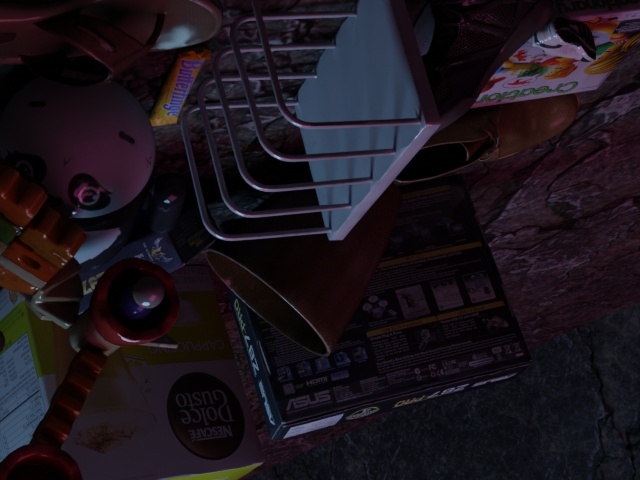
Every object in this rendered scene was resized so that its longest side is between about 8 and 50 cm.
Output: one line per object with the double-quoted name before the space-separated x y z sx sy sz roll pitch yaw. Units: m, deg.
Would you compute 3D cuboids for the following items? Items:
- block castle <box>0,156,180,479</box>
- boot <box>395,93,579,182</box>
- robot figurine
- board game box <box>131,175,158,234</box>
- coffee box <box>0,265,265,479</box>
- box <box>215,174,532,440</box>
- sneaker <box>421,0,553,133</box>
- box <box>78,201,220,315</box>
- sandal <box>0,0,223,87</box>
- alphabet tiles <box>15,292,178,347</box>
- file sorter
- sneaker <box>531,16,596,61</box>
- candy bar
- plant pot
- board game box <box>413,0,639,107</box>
"block castle" -0.381 0.054 1.241 0.453 0.303 0.213 33 150 -13
"boot" 0.209 -0.133 1.730 0.305 0.115 0.112 -15 117 -11
"robot figurine" -0.274 -0.065 1.443 0.209 0.173 0.278 -23 165 -26
"board game box" -0.307 -0.027 1.694 0.210 0.047 0.160 -24 164 18
"coffee box" -0.344 0.259 2.018 0.337 0.334 0.338 -1 154 -41
"box" 0.074 0.092 1.959 0.395 0.318 0.097 -13 161 -17
"sneaker" 0.139 -0.219 1.430 0.227 0.087 0.130 -48 123 -2
"box" -0.241 0.025 1.738 0.183 0.059 0.233 -26 -174 10
"sandal" -0.239 -0.186 1.279 0.303 0.086 0.120 -11 160 -18
"alphabet tiles" -0.323 0.077 1.780 0.009 0.198 0.237 -57 150 12
"file sorter" -0.023 -0.139 1.448 0.173 0.193 0.278 -5 157 -25
"sneaker" 0.282 -0.231 1.543 0.043 0.040 0.109 -18 158 37
"candy bar" -0.160 -0.172 1.492 0.040 0.018 0.161 -8 159 -25
"plant pot" 0.000 0.000 1.792 0.230 0.215 0.215 -49 166 -14
"board game box" 0.242 -0.234 1.619 0.305 0.053 0.193 -10 159 -20
